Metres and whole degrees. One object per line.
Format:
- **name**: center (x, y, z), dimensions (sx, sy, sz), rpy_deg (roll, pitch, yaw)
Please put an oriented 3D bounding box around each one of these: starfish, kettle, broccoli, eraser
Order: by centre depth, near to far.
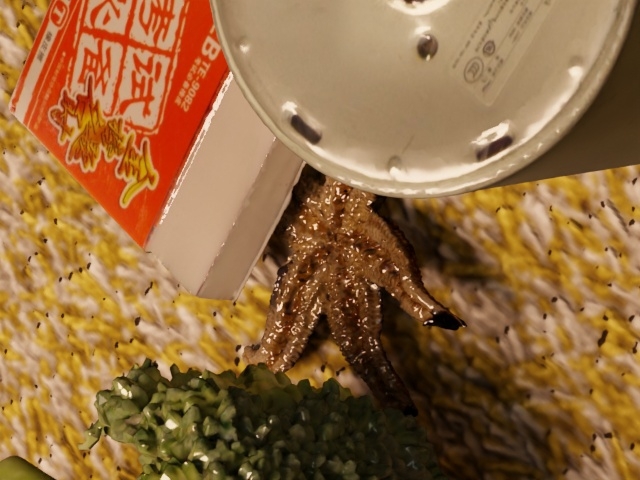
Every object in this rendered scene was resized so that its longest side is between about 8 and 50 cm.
- **kettle**: center (0.094, -0.134, 0.911), dimensions (0.265, 0.318, 0.205), rpy_deg (6, 99, 34)
- **broccoli**: center (-0.039, 0.208, 1.091), dimensions (0.302, 0.249, 0.375), rpy_deg (47, 156, 47)
- **starfish**: center (0.006, 0.000, 1.143), dimensions (0.238, 0.057, 0.213), rpy_deg (42, 121, 35)
- **eraser**: center (-0.095, -0.089, 1.180), dimensions (0.230, 0.038, 0.157), rpy_deg (43, 116, 37)
